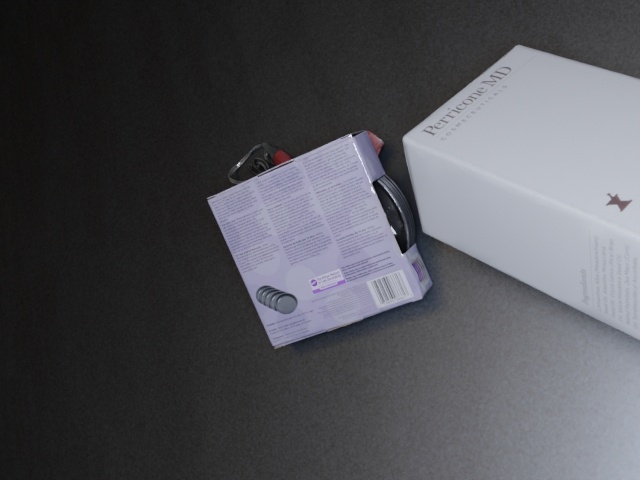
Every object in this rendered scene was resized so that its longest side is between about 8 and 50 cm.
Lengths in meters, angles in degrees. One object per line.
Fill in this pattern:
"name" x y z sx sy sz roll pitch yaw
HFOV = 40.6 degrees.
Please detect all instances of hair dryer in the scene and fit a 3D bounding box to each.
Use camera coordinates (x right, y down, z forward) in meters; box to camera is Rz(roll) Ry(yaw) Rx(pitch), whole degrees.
"hair dryer" -0.032 -0.093 1.338 0.294 0.080 0.223 -20 64 26

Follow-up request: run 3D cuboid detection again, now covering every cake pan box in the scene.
"cake pan box" 0.000 0.000 1.227 0.267 0.070 0.245 -22 97 27

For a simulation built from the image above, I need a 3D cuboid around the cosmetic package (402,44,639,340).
"cosmetic package" 0.338 -0.047 0.961 0.230 0.161 0.453 -40 45 -22
